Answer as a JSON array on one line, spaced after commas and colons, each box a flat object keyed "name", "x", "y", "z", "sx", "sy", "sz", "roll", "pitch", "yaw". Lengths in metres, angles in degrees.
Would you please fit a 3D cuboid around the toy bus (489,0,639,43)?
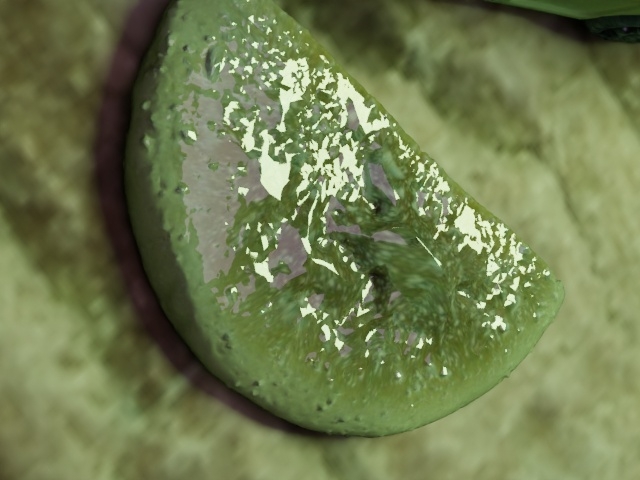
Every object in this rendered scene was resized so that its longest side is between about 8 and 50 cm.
[{"name": "toy bus", "x": 0.117, "y": -0.145, "z": 0.692, "sx": 0.276, "sy": 0.164, "sz": 0.134, "roll": 6, "pitch": 86, "yaw": -30}]

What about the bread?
[{"name": "bread", "x": 0.000, "y": 0.005, "z": 0.691, "sx": 0.193, "sy": 0.036, "sz": 0.112, "roll": 42, "pitch": 69, "yaw": -23}]
